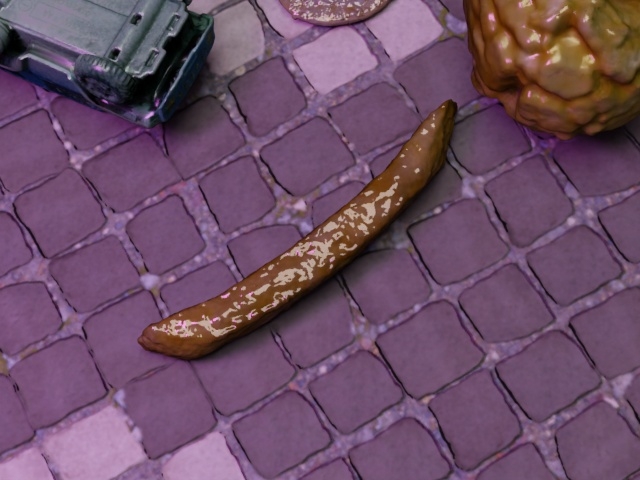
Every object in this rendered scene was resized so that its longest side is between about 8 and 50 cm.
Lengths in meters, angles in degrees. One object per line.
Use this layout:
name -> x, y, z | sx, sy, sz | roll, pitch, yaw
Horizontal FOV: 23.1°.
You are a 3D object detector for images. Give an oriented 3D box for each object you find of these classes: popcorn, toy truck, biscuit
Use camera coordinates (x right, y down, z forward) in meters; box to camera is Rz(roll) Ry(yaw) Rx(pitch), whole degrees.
popcorn -> 0.254, -0.222, 1.540 | 0.225, 0.249, 0.249 | 2, 66, -11
toy truck -> -0.253, -0.226, 1.634 | 0.279, 0.156, 0.155 | 23, 72, 15
biscuit -> 0.018, -0.297, 1.706 | 0.152, 0.020, 0.152 | -2, 66, 5

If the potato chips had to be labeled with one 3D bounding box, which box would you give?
potato chips -> 0.000, 0.000, 1.560 | 0.407, 0.057, 0.080 | -38, 71, -9
